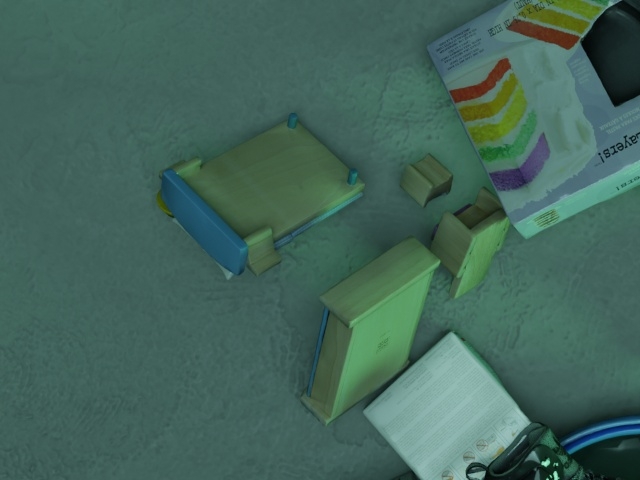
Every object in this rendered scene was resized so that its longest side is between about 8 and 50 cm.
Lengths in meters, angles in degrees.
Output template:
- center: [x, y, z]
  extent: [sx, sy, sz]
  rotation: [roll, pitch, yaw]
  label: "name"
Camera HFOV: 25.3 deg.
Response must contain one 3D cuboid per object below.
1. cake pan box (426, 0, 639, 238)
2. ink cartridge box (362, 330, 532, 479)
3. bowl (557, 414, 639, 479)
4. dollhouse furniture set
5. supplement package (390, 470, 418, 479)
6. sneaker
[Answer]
- center: [0.282, -0.167, 1.551]
  extent: [0.267, 0.070, 0.245]
  rotation: [-26, 70, 13]
  label: "cake pan box"
- center: [0.160, 0.215, 1.643]
  extent: [0.145, 0.045, 0.179]
  rotation: [-43, 79, 6]
  label: "ink cartridge box"
- center: [0.377, 0.388, 1.644]
  extent: [0.391, 0.077, 0.391]
  rotation: [0, 94, 4]
  label: "bowl"
- center: [0.000, 0.000, 1.640]
  extent: [0.286, 0.198, 0.303]
  rotation: [-32, 63, -31]
  label: "dollhouse furniture set"
- center: [0.023, 0.386, 1.639]
  extent: [0.244, 0.139, 0.133]
  rotation: [-26, 92, 7]
  label: "supplement package"
- center: [0.291, 0.267, 1.545]
  extent: [0.269, 0.101, 0.153]
  rotation: [-17, 99, 8]
  label: "sneaker"
